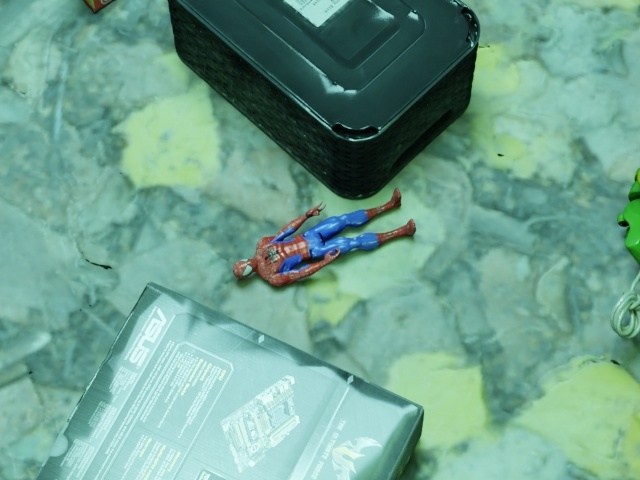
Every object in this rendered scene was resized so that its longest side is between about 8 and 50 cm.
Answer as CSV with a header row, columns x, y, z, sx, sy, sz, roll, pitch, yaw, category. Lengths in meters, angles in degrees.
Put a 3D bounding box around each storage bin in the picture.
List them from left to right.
x,y,z,sx,sy,sz,roll,pitch,yaw,category
0.001,-0.130,1.121,0.180,0.084,0.122,42,72,17,storage bin

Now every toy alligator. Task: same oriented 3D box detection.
x,y,z,sx,sy,sz,roll,pitch,yaw,category
0.209,-0.022,1.090,0.051,0.056,0.189,7,58,51,toy alligator

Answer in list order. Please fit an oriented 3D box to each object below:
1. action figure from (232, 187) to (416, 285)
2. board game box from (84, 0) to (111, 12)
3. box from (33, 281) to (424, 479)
x,y,z,sx,sy,sz,roll,pitch,yaw,category
0.000,0.000,1.092,0.115,0.030,0.038,-21,72,-7,action figure
-0.154,-0.268,1.206,0.147,0.045,0.193,-35,70,-15,board game box
-0.070,0.161,1.002,0.183,0.056,0.231,24,68,10,box
